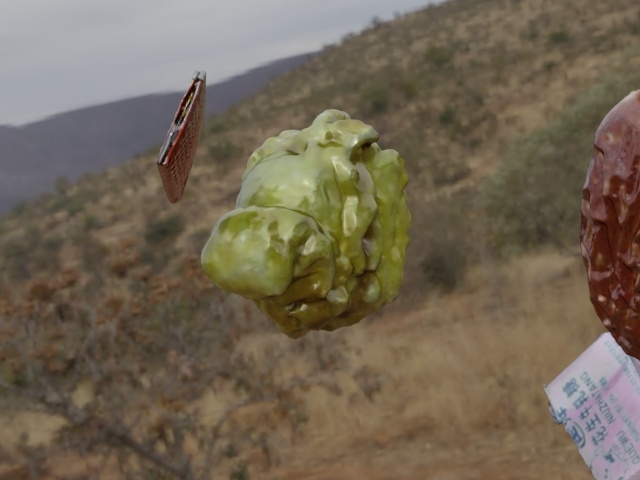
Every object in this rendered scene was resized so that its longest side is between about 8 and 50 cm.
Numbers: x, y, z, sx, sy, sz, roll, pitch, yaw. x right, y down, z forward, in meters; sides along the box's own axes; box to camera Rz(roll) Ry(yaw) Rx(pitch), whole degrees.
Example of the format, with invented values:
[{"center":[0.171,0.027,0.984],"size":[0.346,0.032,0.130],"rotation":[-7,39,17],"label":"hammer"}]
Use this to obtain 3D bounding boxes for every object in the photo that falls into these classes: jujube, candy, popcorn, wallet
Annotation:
[{"center":[0.217,-0.008,0.696],"size":[0.112,0.176,0.109],"rotation":[-25,22,-28],"label":"jujube"},{"center":[0.273,0.168,1.018],"size":[0.092,0.073,0.160],"rotation":[-44,32,15],"label":"candy"},{"center":[0.000,0.000,1.294],"size":[0.173,0.225,0.286],"rotation":[-10,34,35],"label":"popcorn"},{"center":[-0.141,-0.103,1.177],"size":[0.020,0.103,0.196],"rotation":[19,-9,-3],"label":"wallet"}]
